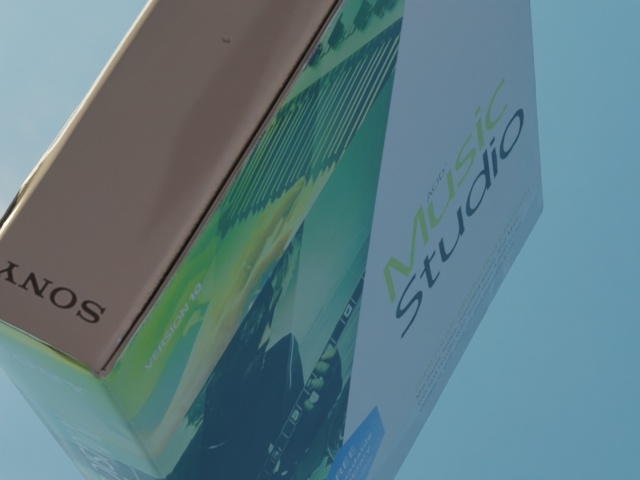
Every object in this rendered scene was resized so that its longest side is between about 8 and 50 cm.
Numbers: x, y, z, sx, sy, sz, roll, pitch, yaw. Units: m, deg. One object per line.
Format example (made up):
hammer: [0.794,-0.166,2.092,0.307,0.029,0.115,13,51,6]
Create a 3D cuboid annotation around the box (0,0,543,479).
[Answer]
box: [0.000,0.000,0.665,0.058,0.322,0.232,24,-109,19]
